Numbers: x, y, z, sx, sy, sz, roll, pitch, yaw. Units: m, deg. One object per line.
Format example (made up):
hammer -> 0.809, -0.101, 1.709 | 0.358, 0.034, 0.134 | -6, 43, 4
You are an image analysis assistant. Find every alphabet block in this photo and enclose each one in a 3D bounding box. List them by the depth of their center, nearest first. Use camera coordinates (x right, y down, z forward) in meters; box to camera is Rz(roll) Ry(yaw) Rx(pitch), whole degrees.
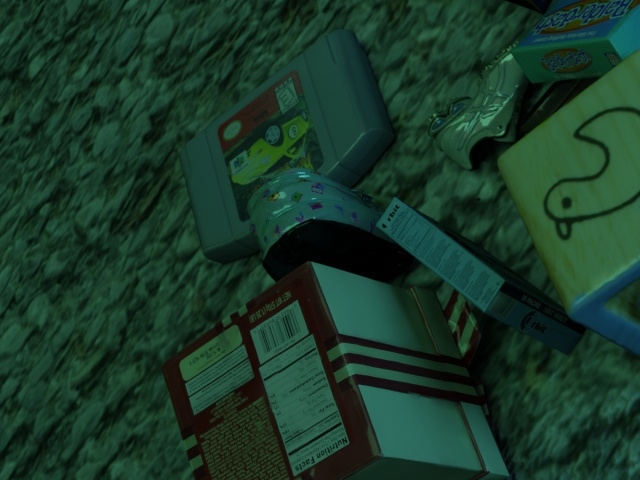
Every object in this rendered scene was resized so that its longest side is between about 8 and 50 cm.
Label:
alphabet block -> 0.317, -0.027, 1.545 | 0.192, 0.193, 0.197 | -38, 50, 21

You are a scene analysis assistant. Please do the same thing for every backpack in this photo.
backpack -> 0.000, 0.000, 1.822 | 0.152, 0.182, 0.115 | -45, 48, 19

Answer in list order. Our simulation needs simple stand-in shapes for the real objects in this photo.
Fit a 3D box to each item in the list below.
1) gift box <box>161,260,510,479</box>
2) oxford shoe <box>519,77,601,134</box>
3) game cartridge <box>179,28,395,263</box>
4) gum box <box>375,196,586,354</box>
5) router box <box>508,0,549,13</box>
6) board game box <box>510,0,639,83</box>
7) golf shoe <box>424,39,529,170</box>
gift box -> 0.024, 0.164, 1.670 | 0.255, 0.258, 0.276 | -30, 61, 29
oxford shoe -> 0.306, -0.176, 1.712 | 0.076, 0.076, 0.212 | 40, 109, -1
game cartridge -> -0.047, -0.106, 2.006 | 0.294, 0.060, 0.196 | -36, 55, 25
gum box -> 0.165, 0.036, 1.676 | 0.041, 0.157, 0.184 | -56, 46, 7
router box -> 0.193, -0.426, 1.912 | 0.309, 0.081, 0.243 | 29, 92, 45
board game box -> 0.310, -0.246, 1.631 | 0.210, 0.047, 0.160 | -48, 23, -20
golf shoe -> 0.204, -0.151, 1.806 | 0.176, 0.069, 0.086 | -44, 68, 22
